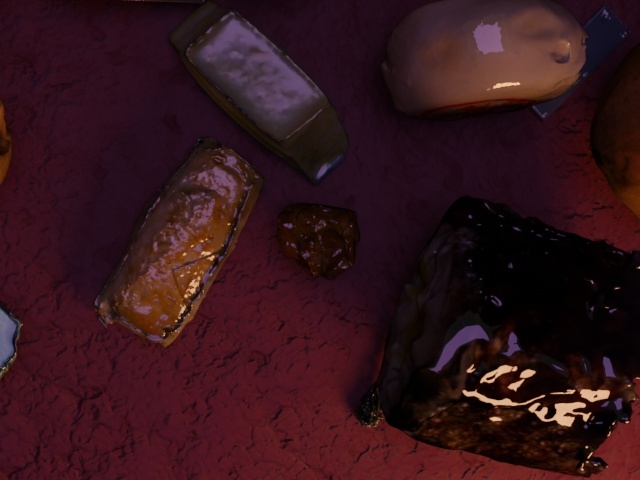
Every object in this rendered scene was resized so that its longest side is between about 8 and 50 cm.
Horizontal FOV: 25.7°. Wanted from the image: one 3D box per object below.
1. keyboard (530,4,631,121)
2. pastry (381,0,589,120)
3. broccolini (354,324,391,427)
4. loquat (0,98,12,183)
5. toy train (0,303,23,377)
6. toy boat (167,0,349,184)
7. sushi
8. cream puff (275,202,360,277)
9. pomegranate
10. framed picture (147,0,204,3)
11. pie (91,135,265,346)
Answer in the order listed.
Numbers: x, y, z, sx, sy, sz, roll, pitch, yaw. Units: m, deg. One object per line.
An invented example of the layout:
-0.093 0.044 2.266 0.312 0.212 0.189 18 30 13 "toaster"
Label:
0.344 -0.241 1.901 0.176 0.014 0.055 -45 94 -7 "keyboard"
0.205 -0.229 1.771 0.265 0.265 0.133 -9 87 -8 "pastry"
0.076 0.179 1.849 0.035 0.030 0.139 9 80 29 "broccolini"
-0.484 -0.125 1.701 0.213 0.213 0.213 0 88 -7 "loquat"
-0.472 0.134 1.738 0.163 0.112 0.203 42 84 -10 "toy train"
-0.074 -0.196 1.812 0.111 0.084 0.276 -44 92 -9 "toy boat"
0.241 0.119 1.736 0.294 0.281 0.299 16 69 -7 "sushi"
0.000 0.000 1.802 0.116 0.122 0.094 3 92 -39 "cream puff"
0.490 -0.144 1.797 0.281 0.281 0.281 0 88 -7 "pomegranate"
-0.237 -0.370 1.761 0.201 0.010 0.135 -3 100 -29 "framed picture"
-0.181 0.004 1.800 0.129 0.068 0.282 31 88 -4 "pie"
